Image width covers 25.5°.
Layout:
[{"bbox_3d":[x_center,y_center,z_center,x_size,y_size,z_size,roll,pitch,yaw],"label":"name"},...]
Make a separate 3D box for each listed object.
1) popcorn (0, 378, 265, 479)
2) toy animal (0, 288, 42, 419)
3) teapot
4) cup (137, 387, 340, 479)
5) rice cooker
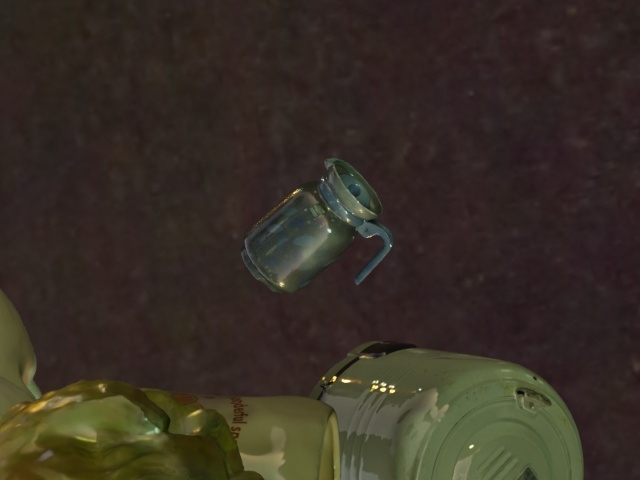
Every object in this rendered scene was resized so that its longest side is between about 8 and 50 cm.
[{"bbox_3d":[-0.106,0.182,0.788,0.198,0.212,0.198,-30,40,28],"label":"popcorn"},{"bbox_3d":[-0.334,0.152,1.225,0.367,0.196,0.241,-122,16,-56],"label":"toy animal"},{"bbox_3d":[-0.003,-0.001,0.838,0.083,0.049,0.063,-40,60,19],"label":"teapot"},{"bbox_3d":[-0.096,0.238,1.049,0.173,0.202,0.255,73,-161,-68],"label":"cup"},{"bbox_3d":[0.102,0.205,1.282,0.244,0.226,0.226,-1,100,56],"label":"rice cooker"}]
